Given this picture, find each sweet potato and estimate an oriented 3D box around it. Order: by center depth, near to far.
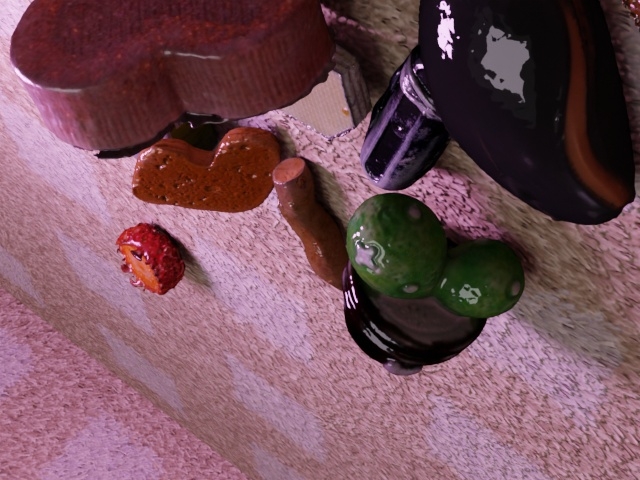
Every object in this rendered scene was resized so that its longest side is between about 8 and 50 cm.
[{"bbox_3d":[0.000,0.000,1.682,0.067,0.059,0.281,33,158,45],"label":"sweet potato"}]

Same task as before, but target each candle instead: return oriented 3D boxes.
[{"bbox_3d":[-0.152,-0.242,1.265,0.317,0.287,0.131,-10,140,6],"label":"candle"}]

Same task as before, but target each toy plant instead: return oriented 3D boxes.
[{"bbox_3d":[0.113,0.045,1.426,0.218,0.175,0.235,17,144,-12],"label":"toy plant"}]

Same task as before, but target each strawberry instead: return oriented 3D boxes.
[{"bbox_3d":[-0.306,0.031,2.222,0.145,0.086,0.145,33,156,17],"label":"strawberry"}]

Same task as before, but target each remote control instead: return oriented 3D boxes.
[{"bbox_3d":[0.095,-0.123,1.275,0.090,0.066,0.266,39,159,4],"label":"remote control"}]

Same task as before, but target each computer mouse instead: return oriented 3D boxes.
[{"bbox_3d":[0.174,-0.124,1.079,0.183,0.116,0.323,26,154,42],"label":"computer mouse"}]

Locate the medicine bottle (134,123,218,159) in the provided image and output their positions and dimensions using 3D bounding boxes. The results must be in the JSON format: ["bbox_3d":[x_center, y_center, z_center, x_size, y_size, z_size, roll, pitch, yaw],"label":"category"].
[{"bbox_3d":[-0.218,-0.152,1.719,0.132,0.088,0.188,27,155,26],"label":"medicine bottle"}]

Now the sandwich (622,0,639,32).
[{"bbox_3d":[0.269,-0.193,0.829,0.159,0.079,0.235,41,159,1],"label":"sandwich"}]

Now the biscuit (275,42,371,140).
[{"bbox_3d":[-0.037,-0.192,1.365,0.250,0.046,0.147,34,159,36],"label":"biscuit"}]

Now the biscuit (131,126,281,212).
[{"bbox_3d":[-0.151,-0.101,1.640,0.192,0.036,0.186,6,149,-10],"label":"biscuit"}]
